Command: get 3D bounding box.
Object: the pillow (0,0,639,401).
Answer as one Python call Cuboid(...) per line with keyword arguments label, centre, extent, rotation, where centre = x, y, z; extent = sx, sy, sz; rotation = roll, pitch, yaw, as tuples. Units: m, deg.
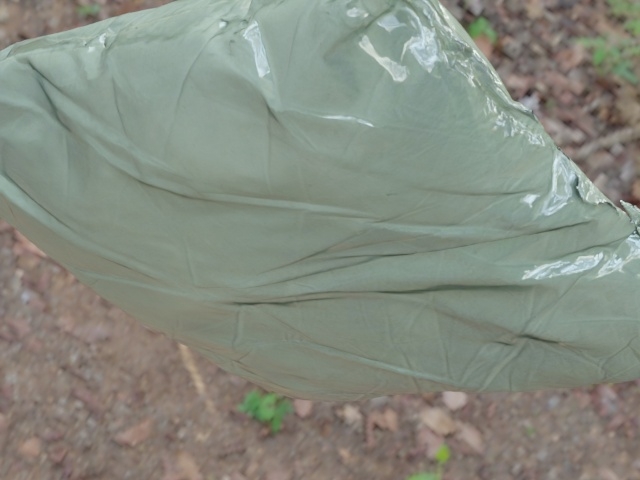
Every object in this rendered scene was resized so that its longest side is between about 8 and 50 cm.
Cuboid(label="pillow", centre=(-0.002, -0.001, 0.610), extent=(0.281, 0.274, 0.076), rotation=(38, 58, -39))
